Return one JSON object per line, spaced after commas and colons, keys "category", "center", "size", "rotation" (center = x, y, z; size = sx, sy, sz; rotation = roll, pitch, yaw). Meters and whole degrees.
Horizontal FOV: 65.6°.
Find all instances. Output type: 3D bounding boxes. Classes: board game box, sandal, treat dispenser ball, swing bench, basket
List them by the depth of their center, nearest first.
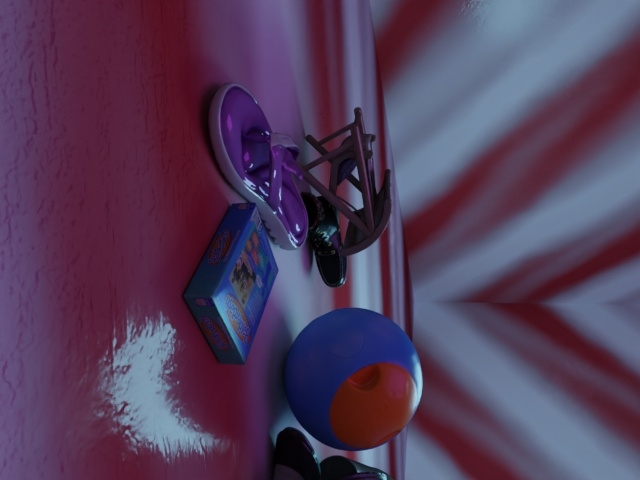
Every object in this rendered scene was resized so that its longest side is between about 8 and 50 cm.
{"category": "board game box", "center": [-0.132, 0.065, 0.797], "size": [0.210, 0.047, 0.160], "rotation": [-74, 157, -47]}
{"category": "sandal", "center": [-0.075, -0.127, 0.911], "size": [0.416, 0.102, 0.170], "rotation": [61, 32, -58]}
{"category": "treat dispenser ball", "center": [0.067, 0.286, 1.041], "size": [0.288, 0.287, 0.289], "rotation": [-1, 90, -74]}
{"category": "swing bench", "center": [0.075, -0.140, 1.143], "size": [0.255, 0.165, 0.253], "rotation": [59, 17, -17]}
{"category": "basket", "center": [0.081, 0.645, 1.282], "size": [0.227, 0.204, 0.154], "rotation": [53, 41, -49]}

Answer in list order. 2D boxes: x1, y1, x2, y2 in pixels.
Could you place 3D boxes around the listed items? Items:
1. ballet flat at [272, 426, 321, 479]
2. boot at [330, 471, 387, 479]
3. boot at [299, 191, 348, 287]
{"category": "ballet flat", "center": [-0.045, 0.500, 1.002], "size": [0.096, 0.095, 0.281], "rotation": [-54, 141, -46]}
{"category": "boot", "center": [0.010, 0.538, 0.843], "size": [0.337, 0.118, 0.223], "rotation": [3, 55, -38]}
{"category": "boot", "center": [-0.002, -0.001, 1.194], "size": [0.178, 0.085, 0.237], "rotation": [8, 74, -72]}
